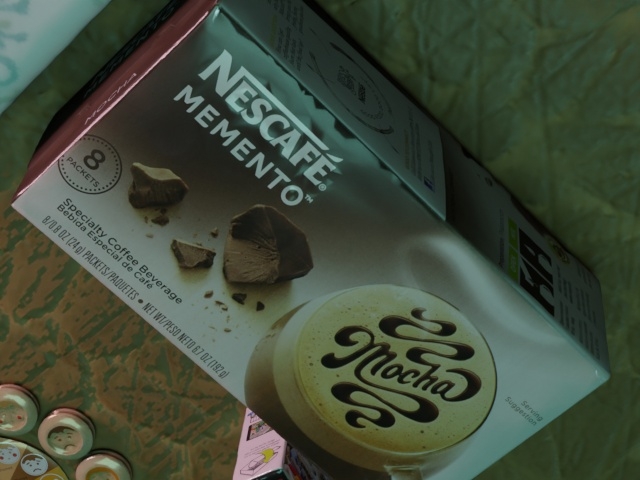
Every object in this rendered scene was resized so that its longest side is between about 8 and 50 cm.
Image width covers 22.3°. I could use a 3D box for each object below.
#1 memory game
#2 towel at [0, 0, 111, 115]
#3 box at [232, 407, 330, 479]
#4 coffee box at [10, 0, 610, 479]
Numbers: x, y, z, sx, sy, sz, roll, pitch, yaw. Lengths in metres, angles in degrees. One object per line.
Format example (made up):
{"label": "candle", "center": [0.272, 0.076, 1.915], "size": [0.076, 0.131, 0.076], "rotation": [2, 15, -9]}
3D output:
{"label": "memory game", "center": [-0.211, 0.174, 1.075], "size": [0.186, 0.012, 0.186], "rotation": [2, 118, 4]}
{"label": "towel", "center": [-0.218, -0.240, 0.821], "size": [0.320, 0.090, 0.374], "rotation": [41, 113, -19]}
{"label": "box", "center": [0.015, 0.191, 1.008], "size": [0.036, 0.114, 0.207], "rotation": [-24, 113, 16]}
{"label": "coffee box", "center": [0.000, 0.000, 0.906], "size": [0.168, 0.119, 0.297], "rotation": [-39, 108, 23]}
